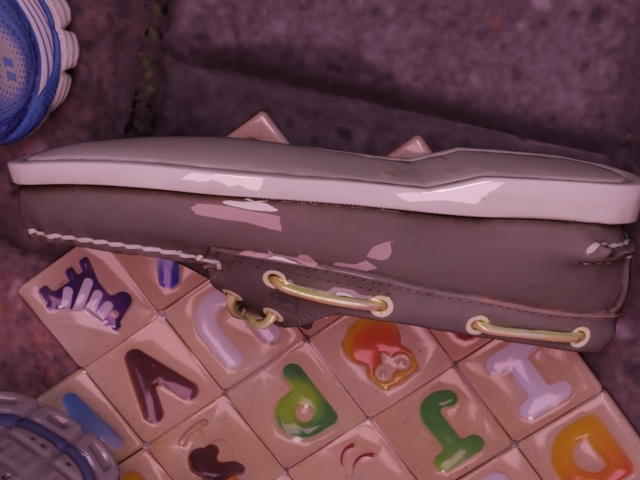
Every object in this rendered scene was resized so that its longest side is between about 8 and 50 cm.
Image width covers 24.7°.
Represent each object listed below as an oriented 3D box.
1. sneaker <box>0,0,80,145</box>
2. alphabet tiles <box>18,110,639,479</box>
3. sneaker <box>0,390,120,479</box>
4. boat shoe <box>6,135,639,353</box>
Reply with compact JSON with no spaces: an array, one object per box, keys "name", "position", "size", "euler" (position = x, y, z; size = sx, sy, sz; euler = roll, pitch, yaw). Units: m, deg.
[{"name":"sneaker","position":[-0.259,-0.163,0.669],"size":[0.330,0.147,0.130],"euler":[41,107,-7]},{"name":"alphabet tiles","position":[0.005,0.112,0.804],"size":[0.285,0.011,0.342],"euler":[-34,102,15]},{"name":"sneaker","position":[-0.250,0.103,0.780],"size":[0.297,0.111,0.129],"euler":[39,131,2]},{"name":"boat shoe","position":[0.000,0.001,0.706],"size":[0.305,0.109,0.091],"euler":[4,104,1]}]
